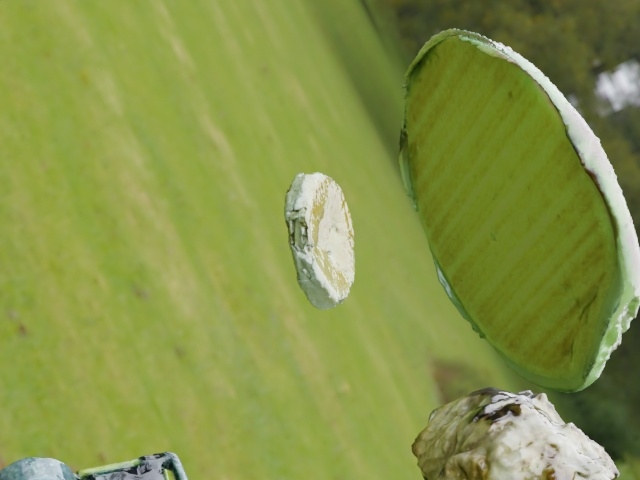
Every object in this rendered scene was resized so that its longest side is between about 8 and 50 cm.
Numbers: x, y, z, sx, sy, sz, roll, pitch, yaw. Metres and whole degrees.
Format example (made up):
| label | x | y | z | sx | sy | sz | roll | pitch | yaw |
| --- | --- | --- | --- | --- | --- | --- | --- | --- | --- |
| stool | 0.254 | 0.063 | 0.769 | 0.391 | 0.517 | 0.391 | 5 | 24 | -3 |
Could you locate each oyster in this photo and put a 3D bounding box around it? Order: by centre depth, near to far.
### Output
| label | x | y | z | sx | sy | sz | roll | pitch | yaw |
| --- | --- | --- | --- | --- | --- | --- | --- | --- | --- |
| oyster | 0.187 | 0.204 | 1.619 | 0.337 | 0.197 | 0.133 | 8 | 87 | -79 |

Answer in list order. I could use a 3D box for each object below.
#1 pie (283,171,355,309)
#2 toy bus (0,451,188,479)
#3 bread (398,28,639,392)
| label | x | y | z | sx | sy | sz | roll | pitch | yaw |
| --- | --- | --- | --- | --- | --- | --- | --- | --- | --- |
| pie | 0.000 | 0.000 | 1.027 | 0.084 | 0.020 | 0.084 | -10 | 90 | -68 |
| toy bus | -0.193 | 0.214 | 0.945 | 0.150 | 0.262 | 0.128 | 93 | -15 | -44 |
| bread | 0.151 | -0.025 | 1.354 | 0.301 | 0.045 | 0.301 | 46 | -32 | 40 |
